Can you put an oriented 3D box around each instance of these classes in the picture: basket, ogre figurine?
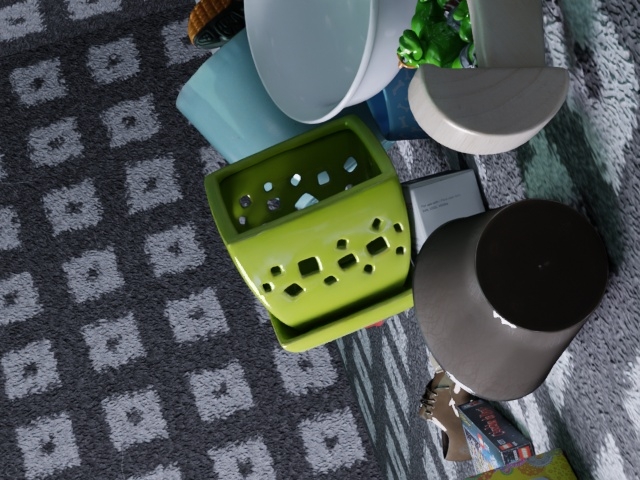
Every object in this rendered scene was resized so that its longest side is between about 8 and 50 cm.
[{"bbox_3d":[0.190,0.049,1.373,0.227,0.154,0.204,118,133,-76],"label":"basket"},{"bbox_3d":[0.134,-0.216,1.409,0.197,0.097,0.118,51,144,32],"label":"ogre figurine"}]

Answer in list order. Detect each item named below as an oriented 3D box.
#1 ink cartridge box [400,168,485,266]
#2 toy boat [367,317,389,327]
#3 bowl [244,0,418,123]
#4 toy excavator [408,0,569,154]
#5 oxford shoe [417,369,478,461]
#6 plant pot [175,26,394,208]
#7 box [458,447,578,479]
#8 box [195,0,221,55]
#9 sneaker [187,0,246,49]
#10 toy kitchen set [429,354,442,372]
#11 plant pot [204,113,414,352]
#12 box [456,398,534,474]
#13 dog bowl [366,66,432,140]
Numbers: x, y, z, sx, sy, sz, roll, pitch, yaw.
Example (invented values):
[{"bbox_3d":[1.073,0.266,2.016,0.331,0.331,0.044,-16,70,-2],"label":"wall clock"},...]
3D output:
[{"bbox_3d":[0.166,0.018,1.742,0.153,0.087,0.208,-156,49,-83],"label":"ink cartridge box"},{"bbox_3d":[0.105,0.044,2.261,0.151,0.151,0.231,22,138,41],"label":"toy boat"},{"bbox_3d":[0.034,-0.290,1.648,0.298,0.134,0.297,21,114,56],"label":"bowl"},{"bbox_3d":[0.062,-0.345,1.213,0.222,0.445,0.433,109,-175,-81],"label":"toy excavator"},{"bbox_3d":[0.189,0.231,2.082,0.083,0.096,0.227,-129,25,-78],"label":"oxford shoe"},{"bbox_3d":[-0.022,-0.190,2.010,0.235,0.293,0.293,52,172,4],"label":"plant pot"},{"bbox_3d":[0.266,0.462,1.658,0.290,0.177,0.279,-113,8,-46],"label":"box"},{"bbox_3d":[-0.082,-0.376,2.264,0.168,0.215,0.345,124,128,-81],"label":"box"},{"bbox_3d":[-0.072,-0.346,2.103,0.121,0.262,0.099,65,180,-66],"label":"sneaker"},{"bbox_3d":[0.189,0.144,1.970,0.075,0.068,0.083,82,169,-54],"label":"toy kitchen set"},{"bbox_3d":[0.000,0.000,1.774,0.227,0.228,0.207,-116,4,-62],"label":"plant pot"},{"bbox_3d":[0.260,0.328,1.950,0.233,0.044,0.159,-136,30,-77],"label":"box"},{"bbox_3d":[0.081,-0.255,1.814,0.166,0.074,0.297,84,167,-59],"label":"dog bowl"}]
